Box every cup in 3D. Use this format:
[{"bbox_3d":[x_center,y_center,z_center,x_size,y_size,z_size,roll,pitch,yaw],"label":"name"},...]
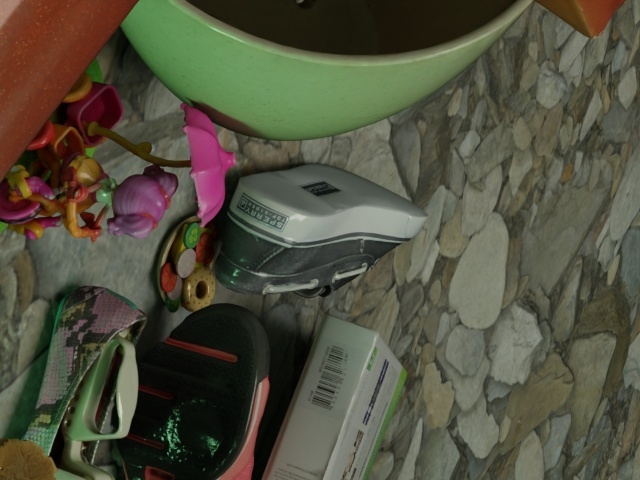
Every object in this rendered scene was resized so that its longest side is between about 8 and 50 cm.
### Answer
[{"bbox_3d":[-0.016,-0.201,1.199,0.331,0.331,0.237,-56,174,-29],"label":"cup"}]

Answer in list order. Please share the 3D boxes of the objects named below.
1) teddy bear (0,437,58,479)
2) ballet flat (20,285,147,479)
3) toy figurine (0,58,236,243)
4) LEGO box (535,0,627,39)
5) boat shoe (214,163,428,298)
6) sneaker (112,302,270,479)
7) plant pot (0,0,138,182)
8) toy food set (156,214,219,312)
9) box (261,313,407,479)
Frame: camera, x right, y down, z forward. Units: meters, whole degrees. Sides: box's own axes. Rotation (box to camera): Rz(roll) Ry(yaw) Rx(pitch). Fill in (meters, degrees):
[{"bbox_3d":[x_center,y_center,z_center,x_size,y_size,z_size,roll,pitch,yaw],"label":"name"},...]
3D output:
[{"bbox_3d":[-0.308,0.211,1.030,0.338,0.113,0.245,-30,95,-49],"label":"teddy bear"},{"bbox_3d":[-0.184,0.146,1.292,0.077,0.079,0.221,15,92,-64],"label":"ballet flat"},{"bbox_3d":[-0.142,-0.048,1.168,0.173,0.159,0.130,-54,148,-30],"label":"toy figurine"},{"bbox_3d":[-0.031,-0.366,0.772,0.193,0.500,0.372,-47,147,-3],"label":"LEGO box"},{"bbox_3d":[0.000,0.000,1.524,0.301,0.108,0.102,-11,128,-66],"label":"boat shoe"},{"bbox_3d":[-0.109,0.189,1.455,0.136,0.116,0.314,-29,137,-67],"label":"sneaker"},{"bbox_3d":[-0.204,-0.167,0.900,0.265,0.272,0.272,-60,151,-8],"label":"plant pot"},{"bbox_3d":[-0.109,0.020,1.421,0.082,0.020,0.083,8,99,-63],"label":"toy food set"},{"bbox_3d":[0.007,0.205,1.616,0.322,0.058,0.232,54,56,-76],"label":"box"}]
